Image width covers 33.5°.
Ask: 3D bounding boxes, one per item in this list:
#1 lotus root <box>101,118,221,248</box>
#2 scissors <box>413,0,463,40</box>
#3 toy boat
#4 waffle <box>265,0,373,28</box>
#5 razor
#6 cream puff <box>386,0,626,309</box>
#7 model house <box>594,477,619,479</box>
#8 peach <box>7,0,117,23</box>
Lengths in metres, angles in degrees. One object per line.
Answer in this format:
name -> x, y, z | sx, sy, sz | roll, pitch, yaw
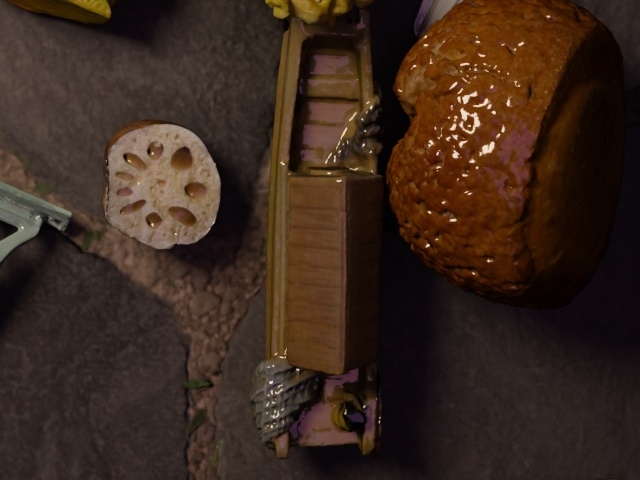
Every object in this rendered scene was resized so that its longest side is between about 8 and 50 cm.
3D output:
lotus root -> -0.156, -0.056, 1.038 | 0.112, 0.081, 0.122 | 2, 97, -14
scissors -> 0.159, -0.313, 1.094 | 0.118, 0.030, 0.242 | 29, 89, -13
toy boat -> 0.000, 0.000, 1.036 | 0.135, 0.162, 0.446 | 0, 97, -8
waffle -> -0.029, -0.329, 0.973 | 0.262, 0.060, 0.281 | -28, 82, -34
razor -> -0.349, 0.077, 1.027 | 0.111, 0.056, 0.278 | 25, 92, -15
cream puff -> 0.172, -0.090, 1.023 | 0.303, 0.212, 0.303 | -19, 114, -51
model house -> 0.267, 0.383, 1.103 | 0.236, 0.237, 0.202 | -1, 96, -12
peach -> -0.244, -0.264, 0.975 | 0.151, 0.118, 0.151 | -10, 139, -9
